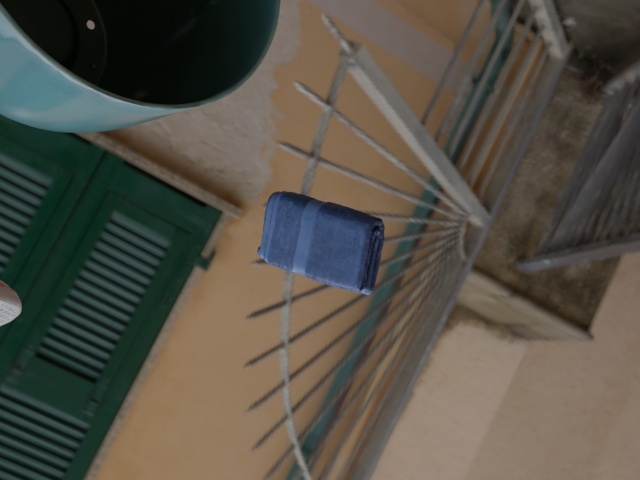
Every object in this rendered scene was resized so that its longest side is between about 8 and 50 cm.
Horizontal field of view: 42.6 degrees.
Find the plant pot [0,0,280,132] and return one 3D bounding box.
[{"bbox_3d":[-0.222,-0.231,0.743,0.293,0.293,0.235,32,152,-33],"label":"plant pot"}]

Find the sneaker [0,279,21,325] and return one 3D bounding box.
[{"bbox_3d":[-0.233,0.007,0.467,0.051,0.070,0.134,-32,148,27],"label":"sneaker"}]

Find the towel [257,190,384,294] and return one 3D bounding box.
[{"bbox_3d":[0.000,0.000,0.680,0.119,0.067,0.029,18,-170,40],"label":"towel"}]
